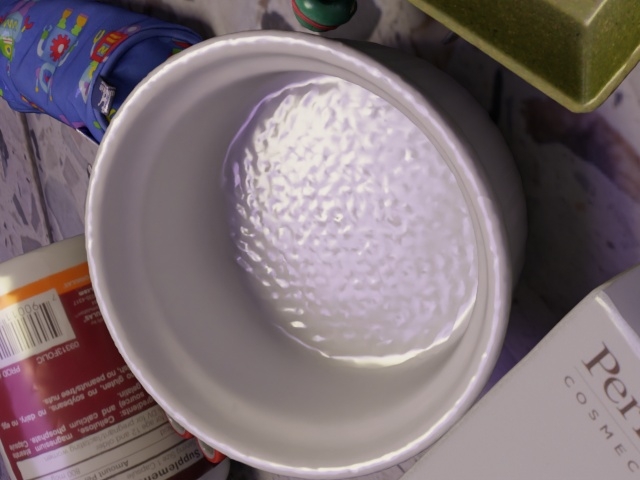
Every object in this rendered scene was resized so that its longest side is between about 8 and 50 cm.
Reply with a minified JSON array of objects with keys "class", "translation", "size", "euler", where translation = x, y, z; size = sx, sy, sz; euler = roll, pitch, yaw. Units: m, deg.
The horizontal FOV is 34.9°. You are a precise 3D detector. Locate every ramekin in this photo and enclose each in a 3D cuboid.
[{"class":"ramekin","translation":[0.000,0.000,0.660],"size":[0.277,0.135,0.277],"euler":[7,107,23]}]

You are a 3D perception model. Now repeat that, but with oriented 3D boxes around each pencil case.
[{"class":"pencil case","translation":[-0.224,-0.161,0.970],"size":[0.306,0.119,0.133],"euler":[25,88,47]}]

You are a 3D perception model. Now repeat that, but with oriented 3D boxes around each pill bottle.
[{"class":"pill bottle","translation":[-0.231,0.197,1.099],"size":[0.224,0.224,0.392],"euler":[-19,93,56]}]

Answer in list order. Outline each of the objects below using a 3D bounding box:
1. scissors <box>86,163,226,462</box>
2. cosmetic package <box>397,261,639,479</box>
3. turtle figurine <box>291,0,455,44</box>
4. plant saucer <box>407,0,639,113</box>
[{"class":"scissors","translation":[-0.149,0.069,0.950],"size":[0.109,0.021,0.297],"euler":[11,119,57]},{"class":"cosmetic package","translation":[0.163,0.203,0.610],"size":[0.230,0.161,0.453],"euler":[54,143,19]},{"class":"turtle figurine","translation":[0.042,-0.194,0.602],"size":[0.175,0.118,0.234],"euler":[54,138,20]},{"class":"plant saucer","translation":[0.101,-0.180,0.456],"size":[0.188,0.045,0.188],"euler":[33,131,-2]}]
